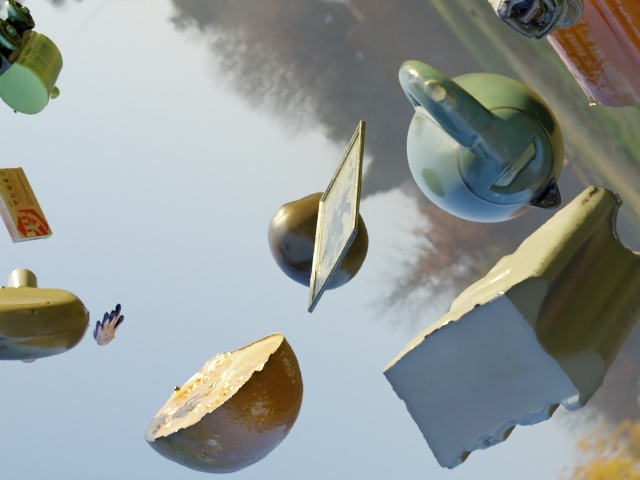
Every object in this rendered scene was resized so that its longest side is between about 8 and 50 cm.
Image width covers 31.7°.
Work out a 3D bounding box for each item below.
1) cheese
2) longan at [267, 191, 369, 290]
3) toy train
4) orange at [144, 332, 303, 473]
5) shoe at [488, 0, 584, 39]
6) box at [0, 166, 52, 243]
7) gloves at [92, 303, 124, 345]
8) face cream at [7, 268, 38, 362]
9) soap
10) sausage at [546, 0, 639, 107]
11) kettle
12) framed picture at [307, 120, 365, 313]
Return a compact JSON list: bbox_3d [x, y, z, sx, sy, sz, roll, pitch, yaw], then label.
[{"bbox_3d":[-0.450,0.125,1.725,0.202,0.091,0.175,0,-167,-27],"label":"cheese"},{"bbox_3d":[0.000,0.000,2.192,0.212,0.198,0.198,8,-143,-51],"label":"longan"},{"bbox_3d":[-0.467,-0.278,1.751,0.157,0.105,0.253,46,-169,-22],"label":"toy train"},{"bbox_3d":[-0.171,0.279,1.948,0.310,0.274,0.274,5,168,29],"label":"orange"},{"bbox_3d":[0.306,-0.335,1.581,0.180,0.089,0.092,14,-137,-27],"label":"shoe"},{"bbox_3d":[-0.356,-0.042,1.325,0.058,0.015,0.093,-14,-104,-62],"label":"box"},{"bbox_3d":[-0.379,0.150,2.018,0.026,0.086,0.064,39,-130,20],"label":"gloves"},{"bbox_3d":[-0.546,0.135,2.074,0.198,0.057,0.084,-113,20,-53],"label":"face cream"},{"bbox_3d":[0.245,0.103,1.348,0.159,0.258,0.302,50,-138,3],"label":"soap"},{"bbox_3d":[0.459,-0.390,1.802,0.287,0.233,0.233,45,-171,-34],"label":"sausage"},{"bbox_3d":[0.242,-0.165,1.779,0.319,0.247,0.342,40,-174,-4],"label":"kettle"},{"bbox_3d":[0.023,-0.035,1.549,0.010,0.173,0.231,18,-139,-11],"label":"framed picture"}]
